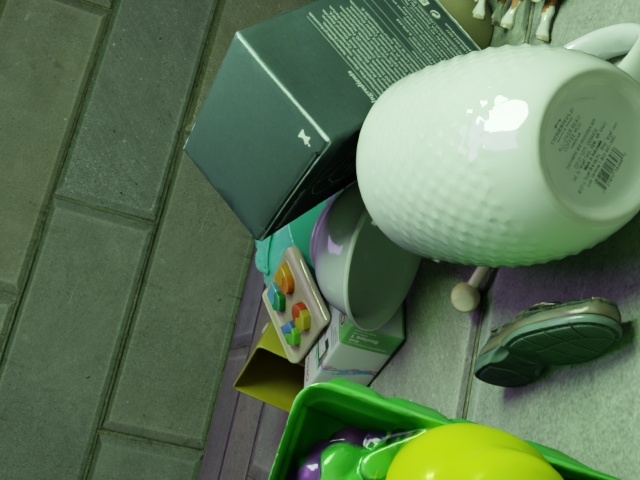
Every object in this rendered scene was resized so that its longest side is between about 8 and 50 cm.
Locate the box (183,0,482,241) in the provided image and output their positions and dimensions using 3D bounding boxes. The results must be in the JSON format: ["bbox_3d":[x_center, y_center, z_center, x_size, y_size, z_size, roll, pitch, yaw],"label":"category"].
[{"bbox_3d":[0.020,-0.226,1.232,0.395,0.212,0.293,-35,-9,-37],"label":"box"}]

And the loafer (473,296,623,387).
[{"bbox_3d":[0.269,0.109,0.928,0.267,0.096,0.084,128,161,-61],"label":"loafer"}]

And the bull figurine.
[{"bbox_3d":[0.342,-0.436,1.227,0.310,0.101,0.188,-110,37,-67],"label":"bull figurine"}]

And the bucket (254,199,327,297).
[{"bbox_3d":[0.000,0.000,1.743,0.183,0.281,0.281,-39,37,57],"label":"bucket"}]

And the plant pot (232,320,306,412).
[{"bbox_3d":[-0.060,0.274,1.815,0.212,0.212,0.187,121,171,-46],"label":"plant pot"}]

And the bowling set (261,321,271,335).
[{"bbox_3d":[-0.021,0.158,1.961,0.200,0.154,0.287,-61,1,-40],"label":"bowling set"}]

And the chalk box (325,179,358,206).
[{"bbox_3d":[0.126,-0.127,1.565,0.179,0.180,0.289,125,155,-54],"label":"chalk box"}]

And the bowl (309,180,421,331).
[{"bbox_3d":[0.073,0.005,1.371,0.298,0.134,0.297,-36,-45,-46],"label":"bowl"}]

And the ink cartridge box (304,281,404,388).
[{"bbox_3d":[0.065,0.184,1.568,0.278,0.117,0.201,119,161,-45],"label":"ink cartridge box"}]

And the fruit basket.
[{"bbox_3d":[0.123,0.286,0.716,0.392,0.392,0.283,-132,60,-74],"label":"fruit basket"}]

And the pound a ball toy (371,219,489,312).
[{"bbox_3d":[0.228,-0.069,1.206,0.319,0.208,0.136,-61,-8,4],"label":"pound a ball toy"}]

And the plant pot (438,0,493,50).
[{"bbox_3d":[0.223,-0.415,1.478,0.284,0.191,0.284,-165,90,-76],"label":"plant pot"}]

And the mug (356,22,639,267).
[{"bbox_3d":[0.265,-0.136,0.935,0.374,0.276,0.328,-45,16,-13],"label":"mug"}]

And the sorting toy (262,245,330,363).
[{"bbox_3d":[-0.063,0.143,1.621,0.193,0.038,0.208,65,147,24],"label":"sorting toy"}]
